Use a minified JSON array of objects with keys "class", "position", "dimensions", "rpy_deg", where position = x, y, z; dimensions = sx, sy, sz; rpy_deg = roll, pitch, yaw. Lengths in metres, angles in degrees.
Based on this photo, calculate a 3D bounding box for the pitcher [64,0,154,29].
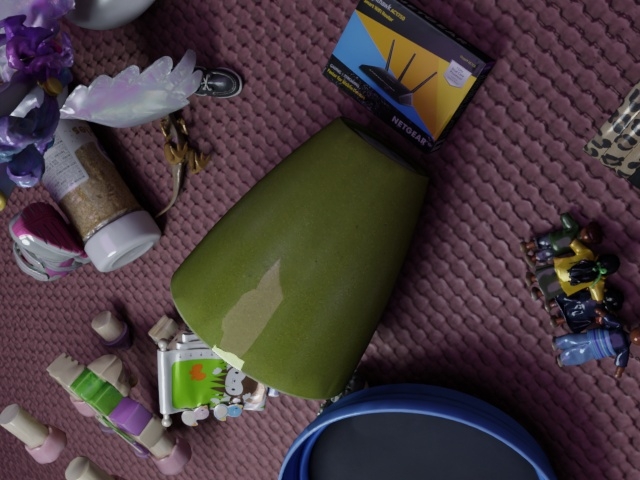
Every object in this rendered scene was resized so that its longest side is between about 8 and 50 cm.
[{"class":"pitcher","position":[-0.287,-0.409,1.014],"dimensions":[0.207,0.125,0.177],"rpy_deg":[-12,78,24]}]

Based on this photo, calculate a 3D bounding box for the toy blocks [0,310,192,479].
[{"class":"toy blocks","position":[-0.325,0.316,1.238],"dimensions":[0.289,0.309,0.260],"rpy_deg":[16,147,40]}]

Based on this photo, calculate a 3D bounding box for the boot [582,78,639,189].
[{"class":"boot","position":[0.455,-0.122,0.626],"dimensions":[0.284,0.138,0.377],"rpy_deg":[43,128,13]}]

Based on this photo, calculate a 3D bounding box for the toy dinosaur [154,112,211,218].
[{"class":"toy dinosaur","position":[-0.224,-0.129,1.103],"dimensions":[0.112,0.064,0.211],"rpy_deg":[24,120,54]}]

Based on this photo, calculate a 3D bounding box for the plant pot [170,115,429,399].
[{"class":"plant pot","position":[0.000,0.000,0.896],"dimensions":[0.275,0.275,0.293],"rpy_deg":[39,106,16]}]

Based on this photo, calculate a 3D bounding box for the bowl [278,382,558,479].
[{"class":"bowl","position":[0.135,0.363,0.955],"dimensions":[0.391,0.077,0.391],"rpy_deg":[6,116,13]}]

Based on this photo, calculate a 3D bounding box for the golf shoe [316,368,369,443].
[{"class":"golf shoe","position":[0.039,0.311,1.064],"dimensions":[0.120,0.105,0.272],"rpy_deg":[20,119,3]}]

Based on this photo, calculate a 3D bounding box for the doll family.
[{"class":"doll family","position":[0.311,0.065,0.814],"dimensions":[0.111,0.076,0.193],"rpy_deg":[-20,99,31]}]

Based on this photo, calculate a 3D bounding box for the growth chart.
[{"class":"growth chart","position":[-0.141,0.205,1.093],"dimensions":[0.237,0.021,0.171],"rpy_deg":[-10,108,-9]}]

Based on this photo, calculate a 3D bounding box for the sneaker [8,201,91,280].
[{"class":"sneaker","position":[-0.459,0.017,1.167],"dimensions":[0.111,0.252,0.103],"rpy_deg":[-34,79,-5]}]

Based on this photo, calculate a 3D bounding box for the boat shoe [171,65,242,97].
[{"class":"boat shoe","position":[-0.174,-0.237,1.036],"dimensions":[0.125,0.038,0.046],"rpy_deg":[19,114,26]}]

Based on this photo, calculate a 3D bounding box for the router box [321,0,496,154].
[{"class":"router box","position":[0.104,-0.213,0.864],"dimensions":[0.179,0.046,0.133],"rpy_deg":[40,122,15]}]

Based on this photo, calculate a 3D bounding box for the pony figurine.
[{"class":"pony figurine","position":[-0.388,-0.204,0.941],"dimensions":[0.351,0.363,0.302],"rpy_deg":[-19,127,27]}]

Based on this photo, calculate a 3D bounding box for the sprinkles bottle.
[{"class":"sprinkles bottle","position":[-0.411,-0.122,1.172],"dimensions":[0.121,0.121,0.355],"rpy_deg":[-38,84,35]}]
